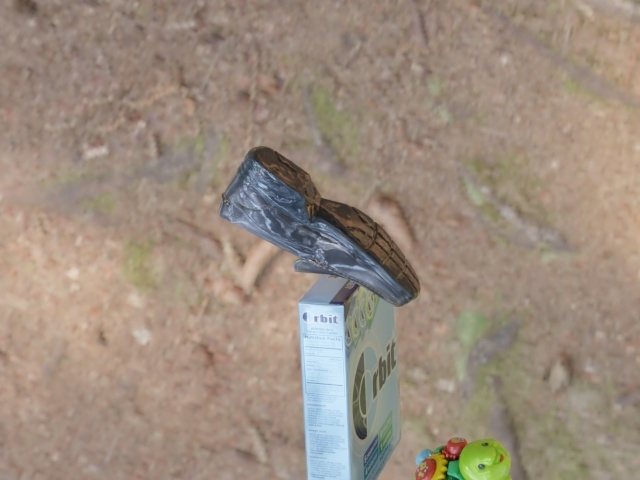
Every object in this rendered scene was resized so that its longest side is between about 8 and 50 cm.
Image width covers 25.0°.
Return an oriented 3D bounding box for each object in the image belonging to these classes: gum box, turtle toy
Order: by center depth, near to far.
[{"bbox_3d":[0.027,0.111,1.186,0.041,0.157,0.184,4,109,17],"label":"gum box"},{"bbox_3d":[0.125,0.213,1.281,0.066,0.095,0.130,32,141,-24],"label":"turtle toy"}]

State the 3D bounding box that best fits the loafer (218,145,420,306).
[{"bbox_3d":[0.000,0.000,1.106,0.170,0.062,0.061,38,112,-3],"label":"loafer"}]
